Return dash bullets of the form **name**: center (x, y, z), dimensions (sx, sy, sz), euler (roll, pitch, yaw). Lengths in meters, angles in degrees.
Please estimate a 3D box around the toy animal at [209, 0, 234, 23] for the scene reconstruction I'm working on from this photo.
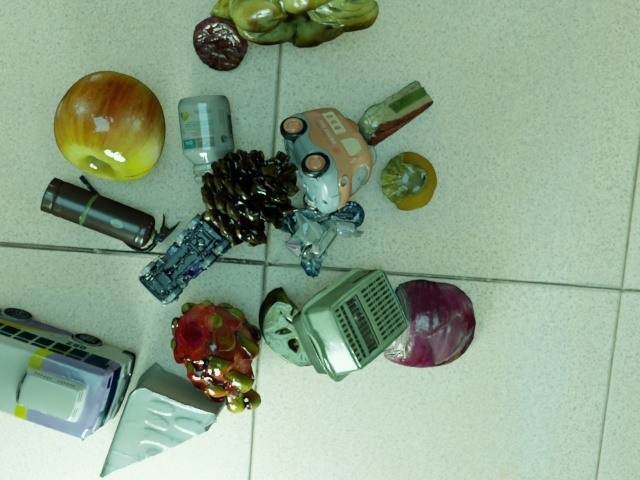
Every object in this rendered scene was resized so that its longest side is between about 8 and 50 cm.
- **toy animal**: center (-0.220, -0.632, 1.779), dimensions (0.070, 0.083, 0.159), euler (22, 84, 24)

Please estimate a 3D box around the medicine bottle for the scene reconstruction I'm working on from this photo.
- **medicine bottle**: center (-0.295, -0.264, 1.777), dimensions (0.135, 0.135, 0.215), euler (-5, 96, 0)

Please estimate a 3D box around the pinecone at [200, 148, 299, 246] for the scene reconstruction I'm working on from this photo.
- **pinecone**: center (-0.173, -0.107, 1.659), dimensions (0.257, 0.243, 0.243), euler (-19, 98, 42)

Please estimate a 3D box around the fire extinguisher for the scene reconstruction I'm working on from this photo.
- **fire extinguisher**: center (-0.553, -0.071, 1.815), dimensions (0.341, 0.105, 0.141), euler (21, 78, -10)

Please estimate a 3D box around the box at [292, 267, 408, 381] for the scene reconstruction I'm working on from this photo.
- **box**: center (0.077, 0.211, 1.762), dimensions (0.166, 0.290, 0.221), euler (-21, 97, 43)

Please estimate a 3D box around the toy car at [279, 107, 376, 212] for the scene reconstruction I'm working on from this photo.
- **toy car**: center (0.026, -0.217, 1.742), dimensions (0.212, 0.180, 0.270), euler (-23, 63, -12)

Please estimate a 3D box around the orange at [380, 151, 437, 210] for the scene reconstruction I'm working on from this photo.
- **orange**: center (0.234, -0.157, 1.800), dimensions (0.156, 0.134, 0.157), euler (0, 88, -10)

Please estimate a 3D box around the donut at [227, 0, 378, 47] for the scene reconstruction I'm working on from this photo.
- **donut**: center (-0.043, -0.573, 1.642), dimensions (0.360, 0.360, 0.170), euler (-6, 90, 0)

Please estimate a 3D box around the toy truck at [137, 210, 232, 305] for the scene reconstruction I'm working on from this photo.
- **toy truck**: center (-0.344, 0.039, 1.804), dimensions (0.268, 0.155, 0.124), euler (-44, 95, 7)

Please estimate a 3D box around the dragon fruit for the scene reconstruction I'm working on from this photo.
- **dragon fruit**: center (-0.273, 0.309, 1.803), dimensions (0.243, 0.227, 0.307), euler (3, 91, -39)

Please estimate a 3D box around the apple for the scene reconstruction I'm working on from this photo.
- **apple**: center (-0.519, -0.284, 1.704), dimensions (0.286, 0.286, 0.233), euler (14, 67, -2)

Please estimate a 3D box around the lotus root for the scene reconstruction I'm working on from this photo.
- **lotus root**: center (-0.079, 0.250, 1.846), dimensions (0.138, 0.119, 0.235), euler (-41, 97, 3)

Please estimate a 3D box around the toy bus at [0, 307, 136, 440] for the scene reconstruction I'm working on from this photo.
- **toy bus**: center (-0.737, 0.342, 1.782), dimensions (0.439, 0.249, 0.209), euler (20, 96, -3)

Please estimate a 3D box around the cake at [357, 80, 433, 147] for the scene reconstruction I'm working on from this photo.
- **cake**: center (0.193, -0.337, 1.785), dimensions (0.220, 0.117, 0.086), euler (-35, 90, 4)

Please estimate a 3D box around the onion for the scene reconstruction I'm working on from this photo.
- **onion**: center (0.308, 0.240, 1.857), dimensions (0.247, 0.111, 0.250), euler (8, 95, 0)

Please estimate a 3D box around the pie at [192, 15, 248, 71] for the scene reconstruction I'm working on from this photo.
- **pie**: center (-0.259, -0.507, 1.763), dimensions (0.154, 0.036, 0.154), euler (4, 137, 4)

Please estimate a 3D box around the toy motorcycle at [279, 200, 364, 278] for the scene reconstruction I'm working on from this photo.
- **toy motorcycle**: center (0.001, 0.000, 1.830), dimensions (0.239, 0.108, 0.204), euler (-3, 92, 24)

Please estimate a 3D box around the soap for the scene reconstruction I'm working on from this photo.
- **soap**: center (-0.421, 0.529, 1.859), dimensions (0.257, 0.159, 0.302), euler (22, 97, -5)
